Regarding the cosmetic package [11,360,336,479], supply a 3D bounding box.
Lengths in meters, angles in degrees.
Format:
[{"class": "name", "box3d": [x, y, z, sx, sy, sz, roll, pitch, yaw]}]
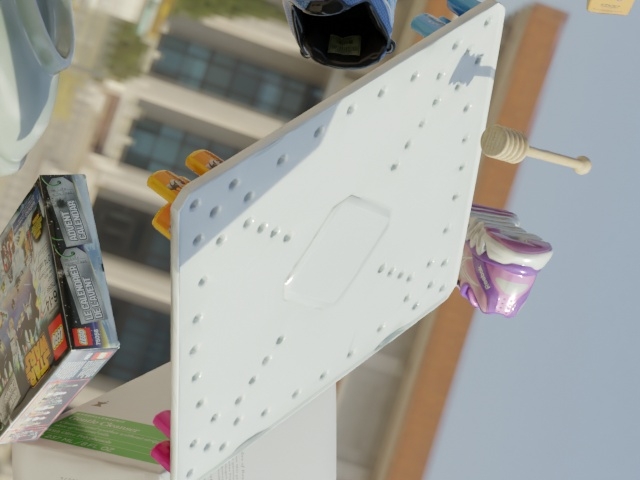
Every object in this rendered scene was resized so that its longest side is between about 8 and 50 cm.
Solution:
[{"class": "cosmetic package", "box3d": [-0.148, 0.245, 1.879, 0.365, 0.197, 0.155, -27, 120, -59]}]

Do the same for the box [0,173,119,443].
[{"class": "box", "box3d": [-0.144, 0.038, 0.876, 0.137, 0.027, 0.094, -45, -126, 53]}]

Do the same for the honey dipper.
[{"class": "honey dipper", "box3d": [0.202, -0.077, 1.567, 0.030, 0.161, 0.030, -8, -102, 39]}]

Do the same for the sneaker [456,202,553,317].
[{"class": "sneaker", "box3d": [0.186, 0.021, 1.956, 0.236, 0.095, 0.104, -122, -138, -70]}]

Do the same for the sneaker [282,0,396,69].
[{"class": "sneaker", "box3d": [0.013, -0.237, 1.773, 0.330, 0.130, 0.147, 36, 49, -76]}]

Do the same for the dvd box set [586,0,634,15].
[{"class": "dvd box set", "box3d": [0.381, -0.471, 2.036, 0.420, 0.062, 0.307, 75, 23, -80]}]

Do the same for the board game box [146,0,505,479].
[{"class": "board game box", "box3d": [0.000, 0.000, 1.566, 0.390, 0.050, 0.390, -34, 148, -32]}]

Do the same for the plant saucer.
[{"class": "plant saucer", "box3d": [-0.323, -0.267, 1.735, 0.400, 0.101, 0.400, -11, 90, -86]}]
